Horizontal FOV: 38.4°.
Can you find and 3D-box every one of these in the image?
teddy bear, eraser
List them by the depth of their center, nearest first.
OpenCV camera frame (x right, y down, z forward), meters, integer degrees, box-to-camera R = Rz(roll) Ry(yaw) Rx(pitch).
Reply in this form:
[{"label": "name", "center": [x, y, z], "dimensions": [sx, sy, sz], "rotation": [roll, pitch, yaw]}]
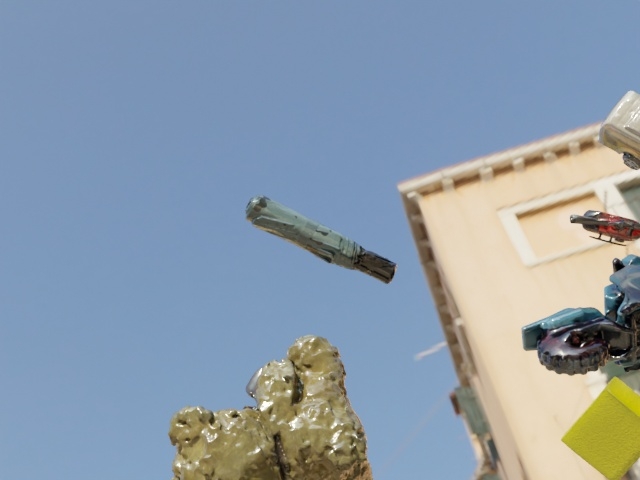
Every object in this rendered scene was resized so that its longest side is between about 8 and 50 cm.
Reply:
[{"label": "teddy bear", "center": [-0.062, 0.276, 1.171], "dimensions": [0.256, 0.156, 0.267], "rotation": [-15, -89, -10]}, {"label": "eraser", "center": [0.415, 0.268, 1.300], "dimensions": [0.045, 0.097, 0.122], "rotation": [-28, -29, -49]}]

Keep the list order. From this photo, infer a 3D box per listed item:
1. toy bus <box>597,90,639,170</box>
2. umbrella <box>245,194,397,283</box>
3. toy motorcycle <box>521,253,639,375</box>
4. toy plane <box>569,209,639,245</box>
[{"label": "toy bus", "center": [0.560, -0.133, 1.421], "dimensions": [0.092, 0.268, 0.106], "rotation": [-51, -25, -5]}, {"label": "umbrella", "center": [-0.001, 0.002, 1.411], "dimensions": [0.250, 0.052, 0.053], "rotation": [27, -83, 2]}, {"label": "toy motorcycle", "center": [0.563, 0.141, 1.737], "dimensions": [0.416, 0.232, 0.172], "rotation": [-20, -65, -18]}, {"label": "toy plane", "center": [0.384, -0.013, 1.146], "dimensions": [0.145, 0.037, 0.060], "rotation": [15, -3, 16]}]
